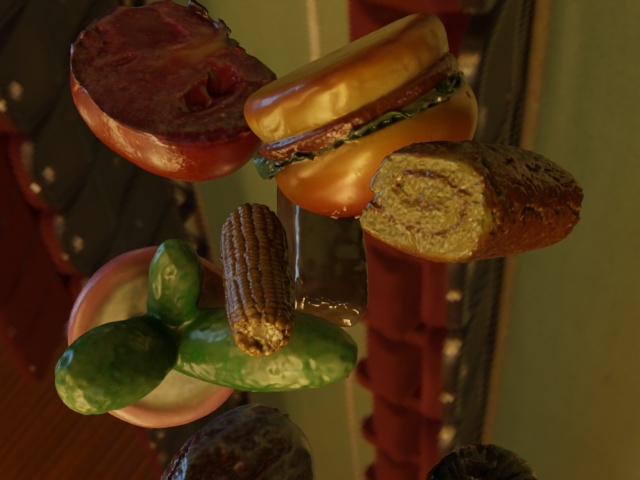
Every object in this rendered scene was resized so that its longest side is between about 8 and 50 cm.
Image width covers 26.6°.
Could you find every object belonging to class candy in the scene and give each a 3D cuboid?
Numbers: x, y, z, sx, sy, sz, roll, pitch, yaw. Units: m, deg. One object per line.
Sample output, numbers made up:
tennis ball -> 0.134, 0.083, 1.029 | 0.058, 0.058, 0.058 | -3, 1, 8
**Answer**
candy -> 0.000, 0.000, 1.793 | 0.104, 0.234, 0.102 | 9, 153, -21

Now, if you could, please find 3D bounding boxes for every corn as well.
corn -> -0.060, 0.031, 1.272 | 0.068, 0.068, 0.207 | 50, -164, -29

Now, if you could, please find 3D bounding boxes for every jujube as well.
jujube -> -0.143, 0.428, 2.222 | 0.246, 0.308, 0.215 | 40, 148, 17

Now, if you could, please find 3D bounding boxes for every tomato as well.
tomato -> -0.236, -0.198, 2.003 | 0.335, 0.290, 0.176 | 42, 136, 24

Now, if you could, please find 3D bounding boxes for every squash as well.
squash -> 0.231, 0.389, 1.938 | 0.193, 0.193, 0.156 | 18, 150, 39

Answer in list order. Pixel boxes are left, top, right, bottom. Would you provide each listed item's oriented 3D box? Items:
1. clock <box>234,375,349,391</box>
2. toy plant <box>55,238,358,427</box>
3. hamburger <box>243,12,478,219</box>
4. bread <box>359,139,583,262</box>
clock -> -0.075, 0.176, 1.915 | 0.237, 0.057, 0.237 | -4, 168, -1
toy plant -> -0.153, 0.108, 1.548 | 0.317, 0.210, 0.356 | -3, 177, -15
hamburger -> 0.049, -0.116, 1.383 | 0.246, 0.246, 0.170 | -12, 106, 62
bread -> 0.133, -0.035, 1.173 | 0.132, 0.103, 0.172 | 14, -171, 36
